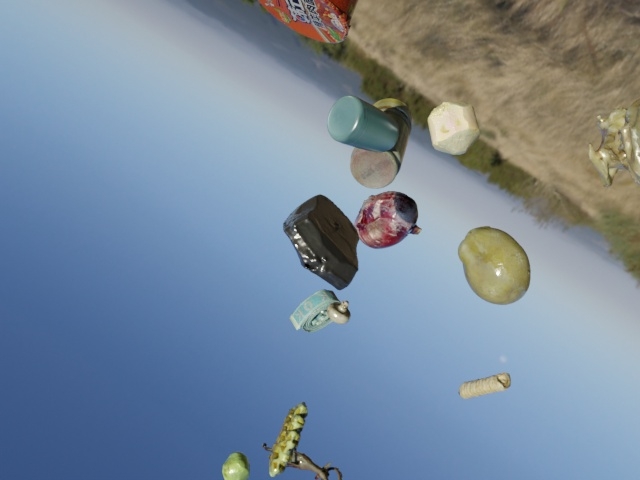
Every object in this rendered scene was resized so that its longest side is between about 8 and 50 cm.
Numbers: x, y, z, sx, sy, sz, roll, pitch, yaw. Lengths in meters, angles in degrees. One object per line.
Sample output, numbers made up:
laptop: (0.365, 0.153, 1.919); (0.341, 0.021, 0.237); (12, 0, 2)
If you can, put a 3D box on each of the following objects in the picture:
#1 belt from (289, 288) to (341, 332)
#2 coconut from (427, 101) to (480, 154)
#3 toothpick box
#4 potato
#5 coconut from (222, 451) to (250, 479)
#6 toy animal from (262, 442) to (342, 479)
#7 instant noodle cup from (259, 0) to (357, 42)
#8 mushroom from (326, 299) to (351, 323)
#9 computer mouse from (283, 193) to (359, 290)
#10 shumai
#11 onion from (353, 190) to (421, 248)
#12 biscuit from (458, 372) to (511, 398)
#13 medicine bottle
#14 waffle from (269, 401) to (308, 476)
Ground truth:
belt: (-0.004, 0.253, 2.146); (0.147, 0.163, 0.082); (19, -152, -44)
coconut: (0.318, -0.261, 1.443); (0.116, 0.116, 0.122); (16, -123, -52)
toothpick box: (0.117, -0.295, 1.573); (0.184, 0.120, 0.120); (10, -155, -45)
potato: (0.488, 0.069, 1.704); (0.235, 0.178, 0.160); (53, -178, 12)
coconut: (-0.246, 0.672, 1.775); (0.087, 0.088, 0.096); (27, -151, -20)
toy animal: (-0.064, 0.781, 2.130); (0.243, 0.087, 0.260); (9, 154, 40)
instant noodle cup: (-0.005, -0.604, 1.380); (0.250, 0.192, 0.250); (27, 176, 2)
mushroom: (0.065, 0.221, 1.926); (0.085, 0.079, 0.085); (23, -157, -10)
computer mouse: (0.000, 0.000, 0.900); (0.122, 0.073, 0.217); (45, -165, -8)
shumai: (0.851, -0.242, 1.573); (0.267, 0.314, 0.262); (65, 166, 1)
onion: (0.156, -0.029, 1.431); (0.151, 0.098, 0.206); (32, 153, -5)
biscuit: (0.532, 0.476, 1.983); (0.055, 0.061, 0.219); (29, 149, -16)
medicine bottle: (0.190, -0.301, 1.863); (0.151, 0.151, 0.322); (30, -140, -7)
waffle: (-0.097, 0.566, 1.736); (0.054, 0.223, 0.204); (25, 166, -3)
